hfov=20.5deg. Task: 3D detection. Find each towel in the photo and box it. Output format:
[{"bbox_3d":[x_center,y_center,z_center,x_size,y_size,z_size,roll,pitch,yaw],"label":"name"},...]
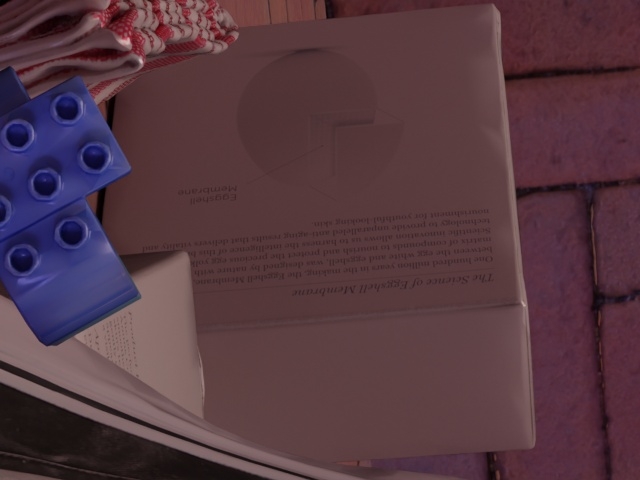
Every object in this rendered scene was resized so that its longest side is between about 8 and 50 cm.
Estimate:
[{"bbox_3d":[-0.096,-0.027,0.494,0.029,0.144,0.197,60,7,-2],"label":"towel"}]

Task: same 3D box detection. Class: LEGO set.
[{"bbox_3d":[-0.096,-0.040,0.288,0.227,0.087,0.093,61,-6,1],"label":"LEGO set"}]

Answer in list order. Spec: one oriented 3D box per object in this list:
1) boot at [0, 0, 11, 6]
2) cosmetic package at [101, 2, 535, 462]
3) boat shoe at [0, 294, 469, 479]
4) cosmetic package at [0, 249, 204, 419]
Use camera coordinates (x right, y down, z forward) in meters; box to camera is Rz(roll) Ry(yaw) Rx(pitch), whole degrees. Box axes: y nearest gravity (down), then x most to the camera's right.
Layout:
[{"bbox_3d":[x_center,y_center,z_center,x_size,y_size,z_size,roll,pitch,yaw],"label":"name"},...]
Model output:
[{"bbox_3d":[-0.100,-0.089,0.694,0.121,0.099,0.045,-58,144,-80],"label":"boot"},{"bbox_3d":[0.000,0.000,0.997,0.138,0.224,0.225,79,9,-47],"label":"cosmetic package"},{"bbox_3d":[-0.017,0.125,0.495,0.121,0.335,0.119,-56,-158,26],"label":"boat shoe"},{"bbox_3d":[-0.100,0.070,0.665,0.231,0.085,0.117,-37,123,-85],"label":"cosmetic package"}]
